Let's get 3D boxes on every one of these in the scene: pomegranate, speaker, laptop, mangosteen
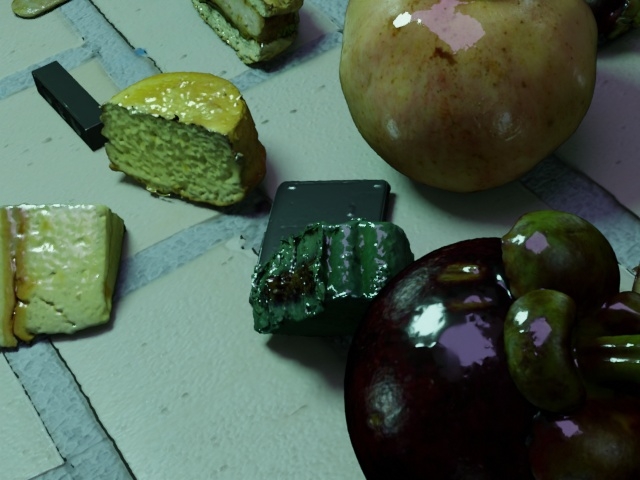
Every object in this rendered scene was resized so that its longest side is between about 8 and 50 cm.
[{"bbox_3d":[0.175,-0.237,1.509,0.338,0.338,0.338,-6,43,6],"label":"pomegranate"},{"bbox_3d":[-0.355,-0.197,1.786,0.046,0.040,0.191,-28,45,-20],"label":"speaker"},{"bbox_3d":[0.000,0.000,1.513,0.153,0.026,0.207,1,45,12],"label":"laptop"},{"bbox_3d":[0.378,-0.348,1.712,0.180,0.166,0.166,24,49,1],"label":"mangosteen"},{"bbox_3d":[0.184,0.133,1.109,0.306,0.347,0.307,13,60,-23],"label":"mangosteen"}]

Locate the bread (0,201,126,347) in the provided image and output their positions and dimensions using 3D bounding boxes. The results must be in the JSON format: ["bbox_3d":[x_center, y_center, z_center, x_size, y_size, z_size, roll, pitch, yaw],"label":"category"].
[{"bbox_3d":[-0.366,0.052,1.539,0.240,0.135,0.178,-5,77,6],"label":"bread"}]

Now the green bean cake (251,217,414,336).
[{"bbox_3d":[0.007,0.042,1.330,0.193,0.208,0.107,1,78,8],"label":"green bean cake"}]

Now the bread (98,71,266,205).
[{"bbox_3d":[-0.165,-0.143,1.613,0.229,0.143,0.139,18,51,25],"label":"bread"}]

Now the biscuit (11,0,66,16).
[{"bbox_3d":[-0.442,-0.408,2.040,0.147,0.018,0.071,-35,49,-22],"label":"biscuit"}]

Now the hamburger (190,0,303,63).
[{"bbox_3d":[-0.112,-0.365,1.864,0.131,0.124,0.262,-15,44,-31],"label":"hamburger"}]

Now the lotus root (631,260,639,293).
[{"bbox_3d":[0.449,0.007,1.375,0.260,0.074,0.170,-13,42,1],"label":"lotus root"}]
